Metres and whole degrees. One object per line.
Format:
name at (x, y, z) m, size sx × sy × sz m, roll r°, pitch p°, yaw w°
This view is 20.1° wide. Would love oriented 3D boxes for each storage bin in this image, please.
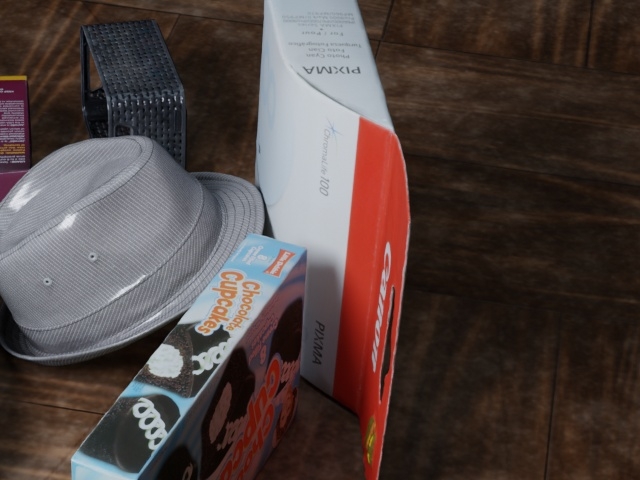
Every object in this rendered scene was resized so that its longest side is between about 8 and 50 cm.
storage bin at (-0.201, -0.145, 1.928) m, size 0.084 × 0.122 × 0.180 m, roll -7°, pitch 36°, yaw -15°

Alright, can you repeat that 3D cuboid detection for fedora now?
fedora at (-0.200, -0.011, 1.639) m, size 0.275 × 0.124 × 0.244 m, roll -23°, pitch 33°, yaw 18°

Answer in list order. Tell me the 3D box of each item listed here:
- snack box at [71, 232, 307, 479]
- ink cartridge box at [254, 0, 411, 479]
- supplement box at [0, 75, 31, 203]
snack box at (-0.099, 0.156, 1.453) m, size 0.060 × 0.187 × 0.322 m, roll 16°, pitch 37°, yaw 16°
ink cartridge box at (0.000, 0.000, 1.580) m, size 0.091 × 0.308 × 0.385 m, roll 1°, pitch 35°, yaw -7°
supplement box at (-0.333, -0.077, 1.833) m, size 0.080 × 0.104 × 0.188 m, roll -3°, pitch 35°, yaw -9°
